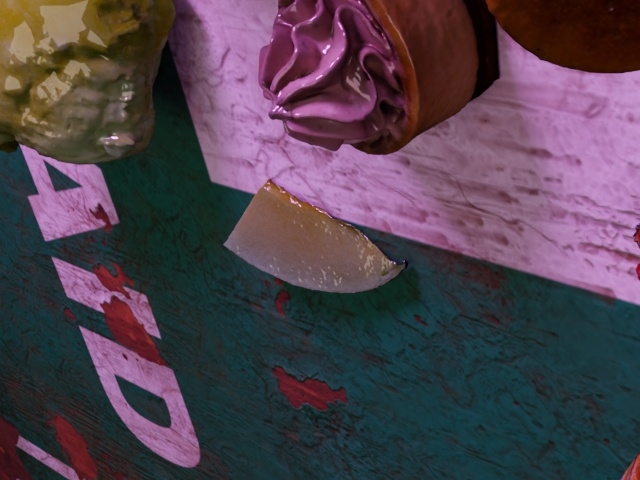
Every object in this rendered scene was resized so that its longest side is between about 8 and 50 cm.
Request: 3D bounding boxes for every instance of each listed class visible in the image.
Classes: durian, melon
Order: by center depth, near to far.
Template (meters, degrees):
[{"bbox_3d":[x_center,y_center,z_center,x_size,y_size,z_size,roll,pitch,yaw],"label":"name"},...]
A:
[{"bbox_3d":[0.000,0.000,1.377,0.261,0.053,0.114,19,115,37],"label":"melon"},{"bbox_3d":[-0.288,-0.222,1.405,0.255,0.204,0.340,28,132,13],"label":"durian"}]

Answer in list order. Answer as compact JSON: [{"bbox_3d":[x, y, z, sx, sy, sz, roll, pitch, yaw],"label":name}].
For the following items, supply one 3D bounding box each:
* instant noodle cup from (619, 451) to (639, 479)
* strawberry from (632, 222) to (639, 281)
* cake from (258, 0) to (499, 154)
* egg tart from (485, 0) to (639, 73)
[{"bbox_3d":[0.338,0.236,1.013,0.213,0.213,0.174,35,135,27],"label":"instant noodle cup"},{"bbox_3d":[0.308,0.039,0.999,0.152,0.048,0.104,57,151,2],"label":"strawberry"},{"bbox_3d":[0.029,-0.161,1.054,0.207,0.178,0.185,-16,106,53],"label":"cake"},{"bbox_3d":[0.191,-0.212,0.772,0.215,0.171,0.215,9,141,7],"label":"egg tart"}]
